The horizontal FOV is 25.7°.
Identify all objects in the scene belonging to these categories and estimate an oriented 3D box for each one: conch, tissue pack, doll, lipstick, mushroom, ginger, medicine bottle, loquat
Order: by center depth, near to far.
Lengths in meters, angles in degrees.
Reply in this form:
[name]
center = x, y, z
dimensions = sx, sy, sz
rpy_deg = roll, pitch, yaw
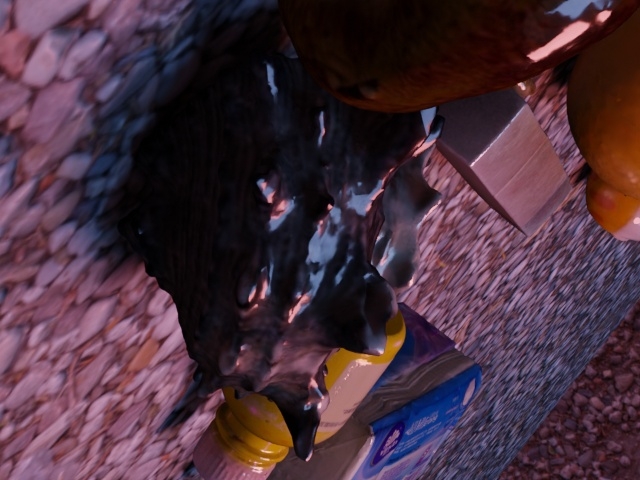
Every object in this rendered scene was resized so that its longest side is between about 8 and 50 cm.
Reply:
[mushroom]
center = 0.092, -0.209, 0.707
dimensions = 0.267, 0.267, 0.255
rpy_deg = -31, 120, -42
[conch]
center = -0.002, -0.011, 0.900
dimensions = 0.241, 0.186, 0.313
rpy_deg = -53, 161, -31
[ginger]
center = 0.152, -0.159, 1.184
dimensions = 0.030, 0.048, 0.097
rpy_deg = -15, 144, 27
[medicine bottle]
center = -0.030, 0.124, 1.204
dimensions = 0.212, 0.122, 0.122
rpy_deg = -55, 161, 23
[lipstick]
center = 0.168, -0.080, 1.314
dimensions = 0.076, 0.080, 0.371
rpy_deg = -48, 162, 4
[loquat]
center = 0.359, -0.141, 1.400
dimensions = 0.244, 0.244, 0.244
rpy_deg = -42, 162, -18
[tissue pack]
center = 0.023, 0.191, 1.428
dimensions = 0.263, 0.146, 0.198
rpy_deg = -15, 142, -58
[doll]
center = 0.445, -0.111, 1.774
dimensions = 0.166, 0.162, 0.270
rpy_deg = 3, 140, -28
